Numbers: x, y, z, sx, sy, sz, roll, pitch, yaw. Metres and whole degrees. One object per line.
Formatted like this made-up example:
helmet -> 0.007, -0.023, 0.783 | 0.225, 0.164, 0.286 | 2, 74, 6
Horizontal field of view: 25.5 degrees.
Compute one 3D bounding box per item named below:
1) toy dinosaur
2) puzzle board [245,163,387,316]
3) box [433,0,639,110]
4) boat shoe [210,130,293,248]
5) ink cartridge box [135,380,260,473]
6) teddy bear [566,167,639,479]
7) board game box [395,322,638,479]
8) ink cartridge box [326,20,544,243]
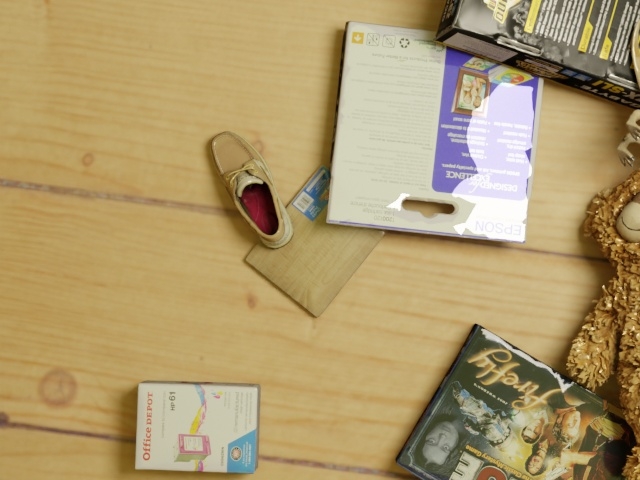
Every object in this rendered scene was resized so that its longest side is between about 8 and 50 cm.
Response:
toy dinosaur -> 0.324, -0.112, 1.350 | 0.092, 0.053, 0.183 | -34, 85, -27
puzzle board -> 0.000, 0.000, 1.453 | 0.096, 0.011, 0.128 | 39, 89, 3
box -> 0.280, -0.313, 1.397 | 0.257, 0.079, 0.322 | 17, 86, -9
boat shoe -> -0.070, -0.056, 1.434 | 0.050, 0.045, 0.135 | -34, 80, 2
ink cartridge box -> -0.124, 0.188, 1.428 | 0.122, 0.052, 0.088 | 2, 88, 2
teddy bear -> 0.340, 0.078, 1.344 | 0.113, 0.245, 0.338 | 13, 80, -41
board game box -> 0.221, 0.216, 1.427 | 0.243, 0.042, 0.165 | 30, 89, 2
ink cartridge box -> 0.115, -0.107, 1.435 | 0.206, 0.045, 0.208 | 7, 86, -1
